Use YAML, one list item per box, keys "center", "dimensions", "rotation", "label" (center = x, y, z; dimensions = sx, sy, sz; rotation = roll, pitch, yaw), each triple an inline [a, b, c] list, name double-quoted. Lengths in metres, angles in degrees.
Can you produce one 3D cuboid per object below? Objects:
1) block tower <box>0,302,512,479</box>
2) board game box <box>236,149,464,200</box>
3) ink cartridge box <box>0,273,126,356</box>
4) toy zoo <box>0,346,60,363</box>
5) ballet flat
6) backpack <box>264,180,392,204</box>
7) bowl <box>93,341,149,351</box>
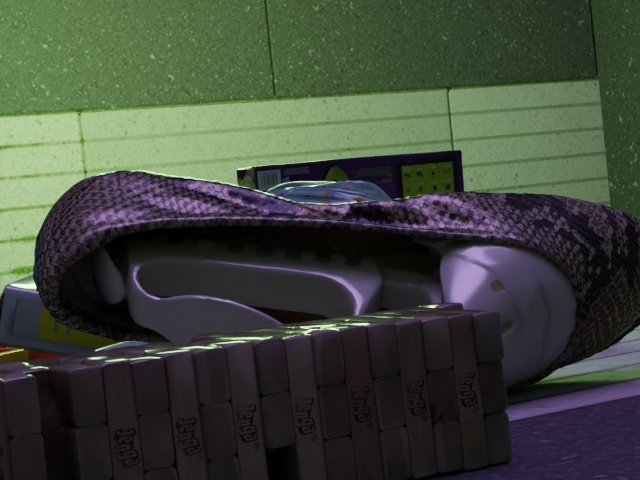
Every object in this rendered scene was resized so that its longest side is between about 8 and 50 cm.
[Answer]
- center: [-0.049, 0.097, 0.865]
  dimensions: [0.335, 0.091, 0.097]
  rotation: [-7, 3, -28]
  label: "block tower"
- center: [0.051, -0.005, 2.085]
  dimensions: [0.347, 0.208, 0.056]
  rotation: [-6, -1, -37]
  label: "board game box"
- center: [-0.144, 0.087, 1.574]
  dimensions: [0.307, 0.072, 0.303]
  rotation: [12, 0, -2]
  label: "ink cartridge box"
- center: [-0.390, 0.136, 1.778]
  dimensions: [0.192, 0.030, 0.293]
  rotation: [-5, 2, 29]
  label: "toy zoo"
- center: [0.027, 0.048, 1.164]
  dimensions: [0.482, 0.164, 0.182]
  rotation: [5, 24, -3]
  label: "ballet flat"
- center: [0.000, 0.000, 1.763]
  dimensions: [0.182, 0.115, 0.152]
  rotation: [-3, -28, 35]
  label: "backpack"
- center: [-0.105, 0.108, 1.340]
  dimensions: [0.142, 0.053, 0.142]
  rotation: [-5, 1, 27]
  label: "bowl"
